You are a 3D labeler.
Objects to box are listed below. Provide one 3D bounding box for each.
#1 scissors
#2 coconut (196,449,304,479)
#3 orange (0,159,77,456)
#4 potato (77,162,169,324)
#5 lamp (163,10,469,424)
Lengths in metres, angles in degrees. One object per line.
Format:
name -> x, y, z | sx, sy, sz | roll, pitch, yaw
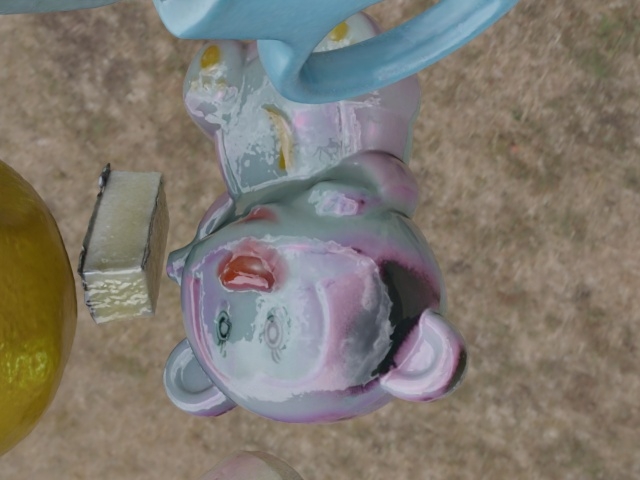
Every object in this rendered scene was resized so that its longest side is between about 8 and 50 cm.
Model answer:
scissors -> -0.055, -0.084, 0.365 | 0.192, 0.447, 0.029 | -38, 74, 42
coconut -> -0.066, 0.238, 1.032 | 0.110, 0.124, 0.110 | 35, 149, 25
orange -> -0.300, 0.039, 0.846 | 0.279, 0.279, 0.235 | 21, 112, 14
potato -> -0.163, 0.000, 1.052 | 0.061, 0.122, 0.086 | 3, 140, 3
lamp -> 0.000, 0.000, 0.993 | 0.247, 0.301, 0.247 | -8, 160, 20
